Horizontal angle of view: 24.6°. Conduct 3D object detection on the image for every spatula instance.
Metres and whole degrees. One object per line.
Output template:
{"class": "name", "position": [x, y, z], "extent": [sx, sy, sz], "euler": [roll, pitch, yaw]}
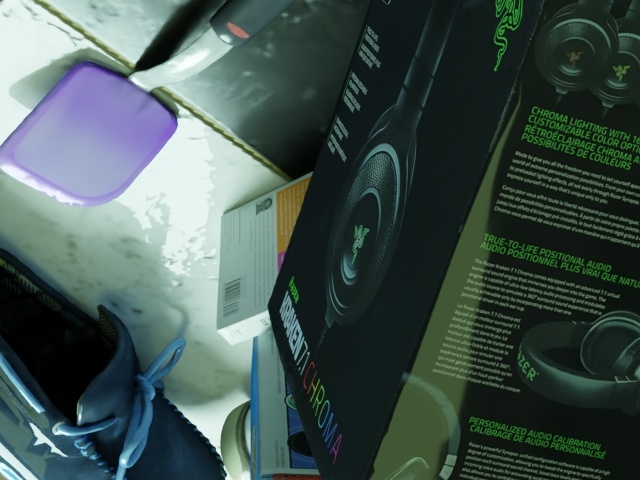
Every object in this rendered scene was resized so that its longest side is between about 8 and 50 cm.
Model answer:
{"class": "spatula", "position": [-0.070, -0.110, 0.842], "extent": [0.084, 0.030, 0.296], "euler": [32, 129, -33]}

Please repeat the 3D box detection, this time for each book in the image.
{"class": "book", "position": [0.000, 0.000, 0.919], "extent": [0.144, 0.096, 0.035], "euler": [-22, 135, 23]}

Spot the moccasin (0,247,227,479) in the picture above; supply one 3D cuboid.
{"class": "moccasin", "position": [-0.175, 0.104, 1.012], "extent": [0.117, 0.137, 0.342], "euler": [-32, 131, 25]}

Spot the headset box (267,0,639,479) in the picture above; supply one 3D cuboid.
{"class": "headset box", "position": [0.091, -0.029, 0.713], "extent": [0.131, 0.246, 0.283], "euler": [14, 109, -16]}

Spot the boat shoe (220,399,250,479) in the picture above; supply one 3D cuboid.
{"class": "boat shoe", "position": [0.070, 0.199, 1.138], "extent": [0.302, 0.113, 0.103], "euler": [29, 137, -29]}

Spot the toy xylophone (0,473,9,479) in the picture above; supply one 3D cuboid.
{"class": "toy xylophone", "position": [-0.359, 0.265, 1.235], "extent": [0.323, 0.081, 0.236], "euler": [-8, 139, 9]}

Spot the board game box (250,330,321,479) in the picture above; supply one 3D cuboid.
{"class": "board game box", "position": [0.108, 0.119, 0.901], "extent": [0.302, 0.308, 0.086], "euler": [3, 107, -3]}
